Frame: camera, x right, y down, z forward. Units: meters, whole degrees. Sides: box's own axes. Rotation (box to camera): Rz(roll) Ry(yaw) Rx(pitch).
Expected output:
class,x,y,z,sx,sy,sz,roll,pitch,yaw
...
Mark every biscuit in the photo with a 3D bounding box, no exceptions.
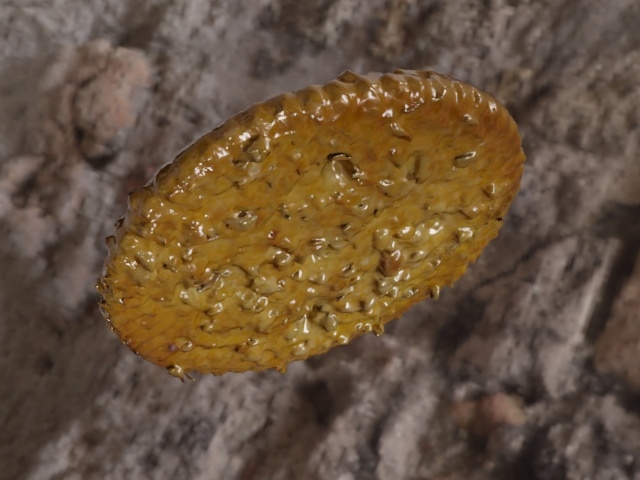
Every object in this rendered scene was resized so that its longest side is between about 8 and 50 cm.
class,x,y,z,sx,sy,sz,roll,pitch,yaw
biscuit,0.000,0.000,0.769,0.254,0.035,0.254,-19,148,-12
